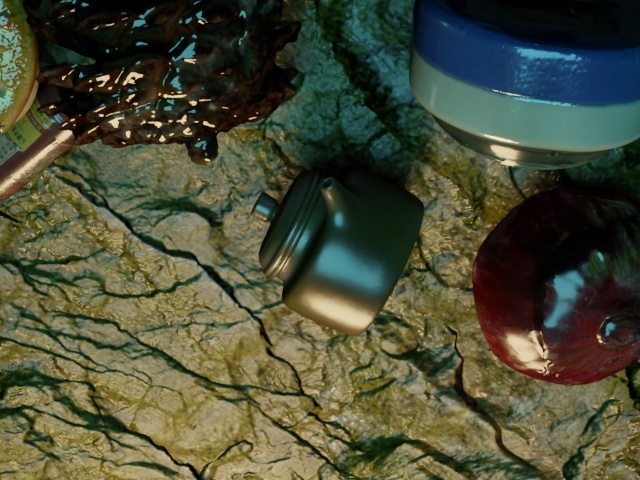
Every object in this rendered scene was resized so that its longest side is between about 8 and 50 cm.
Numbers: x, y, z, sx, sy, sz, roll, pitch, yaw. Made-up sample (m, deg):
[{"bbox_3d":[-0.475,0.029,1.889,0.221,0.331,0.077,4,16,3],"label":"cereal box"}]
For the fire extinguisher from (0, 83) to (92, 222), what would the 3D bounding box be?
[{"bbox_3d":[-0.362,-0.086,1.189,0.252,0.075,0.106,-36,111,20],"label":"fire extinguisher"}]

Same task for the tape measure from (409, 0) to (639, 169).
[{"bbox_3d":[0.222,-0.189,1.003,0.260,0.262,0.138,6,129,2],"label":"tape measure"}]

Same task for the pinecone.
[{"bbox_3d":[-0.162,-0.222,1.001,0.242,0.298,0.295,21,117,38],"label":"pinecone"}]

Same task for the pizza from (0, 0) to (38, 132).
[{"bbox_3d":[-0.353,-0.193,1.014,0.131,0.041,0.178,-10,116,-9],"label":"pizza"}]

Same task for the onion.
[{"bbox_3d":[0.303,0.057,1.158,0.247,0.190,0.246,-7,118,-13],"label":"onion"}]

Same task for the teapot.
[{"bbox_3d":[0.000,0.000,1.158,0.175,0.185,0.267,28,152,-5],"label":"teapot"}]

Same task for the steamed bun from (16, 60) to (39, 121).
[{"bbox_3d":[-0.404,-0.225,1.085,0.177,0.130,0.228,-22,114,3],"label":"steamed bun"}]
